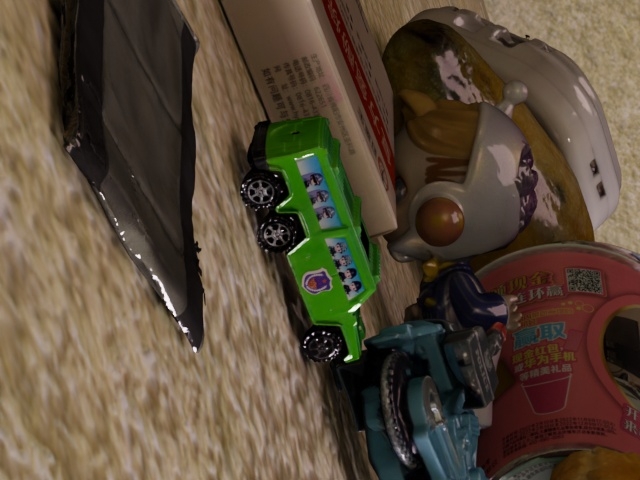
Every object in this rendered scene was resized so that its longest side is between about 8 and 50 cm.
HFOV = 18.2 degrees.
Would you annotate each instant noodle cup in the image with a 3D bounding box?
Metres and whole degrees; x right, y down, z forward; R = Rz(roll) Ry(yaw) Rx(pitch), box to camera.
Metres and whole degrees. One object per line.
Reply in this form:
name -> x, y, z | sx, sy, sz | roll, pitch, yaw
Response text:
instant noodle cup -> 0.212, 0.160, 1.694 | 0.255, 0.244, 0.244 | -81, 153, -57

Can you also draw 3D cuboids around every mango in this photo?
mango -> 0.144, -0.064, 1.890 | 0.329, 0.175, 0.176 | 53, -23, -19

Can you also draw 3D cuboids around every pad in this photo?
pad -> -0.097, -0.079, 1.031 | 0.174, 0.022, 0.233 | 63, 17, -48

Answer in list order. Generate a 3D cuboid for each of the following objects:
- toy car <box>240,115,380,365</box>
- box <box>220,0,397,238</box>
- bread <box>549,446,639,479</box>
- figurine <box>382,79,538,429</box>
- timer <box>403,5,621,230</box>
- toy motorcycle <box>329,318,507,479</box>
toy car -> 0.000, 0.000, 1.283 | 0.071, 0.062, 0.165 | -84, 156, -64
box -> -0.026, -0.194, 1.443 | 0.214, 0.069, 0.353 | -88, 157, -59
bread -> 0.242, 0.342, 1.434 | 0.375, 0.165, 0.236 | -79, 165, -61
figurine -> 0.111, 0.015, 1.591 | 0.194, 0.133, 0.274 | 93, -5, -67
timer -> 0.195, -0.125, 2.052 | 0.262, 0.087, 0.237 | 30, -27, 40
toy motorcycle -> 0.097, 0.176, 1.376 | 0.182, 0.124, 0.272 | -43, 118, -66
